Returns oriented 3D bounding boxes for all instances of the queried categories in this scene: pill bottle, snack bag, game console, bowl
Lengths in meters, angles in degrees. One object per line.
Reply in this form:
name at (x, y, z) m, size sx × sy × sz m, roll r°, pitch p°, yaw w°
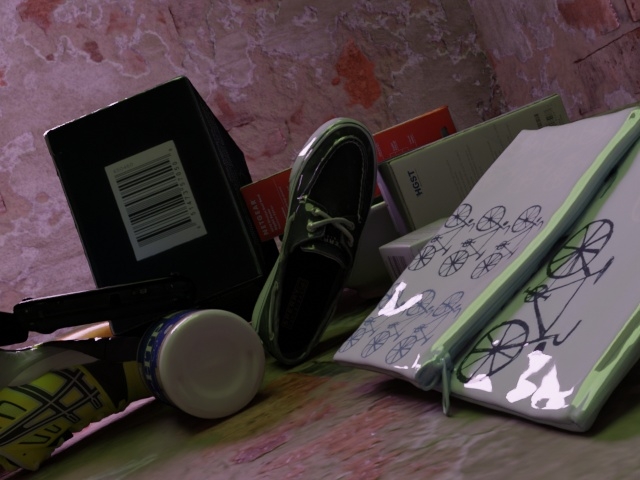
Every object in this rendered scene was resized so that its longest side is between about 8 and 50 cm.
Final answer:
pill bottle at (-0.142, 0.132, 0.949) m, size 0.112 × 0.112 × 0.187 m, roll -24°, pitch 5°, yaw -23°
snack bag at (0.180, 0.002, 0.681) m, size 0.323 × 0.037 × 0.342 m, roll -47°, pitch 16°, yaw -15°
game console at (-0.324, 0.089, 0.997) m, size 0.362 × 0.043 × 0.213 m, roll -9°, pitch -7°, yaw -4°
bowl at (0.098, -0.002, 1.248) m, size 0.298 × 0.134 × 0.298 m, roll -21°, pitch 5°, yaw 2°

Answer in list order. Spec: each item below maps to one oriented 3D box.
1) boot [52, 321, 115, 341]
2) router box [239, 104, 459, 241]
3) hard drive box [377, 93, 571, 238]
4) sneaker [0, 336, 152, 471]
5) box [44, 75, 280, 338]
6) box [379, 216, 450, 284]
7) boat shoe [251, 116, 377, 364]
boot at (-0.397, 0.184, 1.155) m, size 0.295 × 0.104 × 0.211 m, roll -33°, pitch -21°, yaw -8°
router box at (0.052, -0.104, 1.298) m, size 0.301 × 0.082 × 0.335 m, roll -21°, pitch 5°, yaw 4°
hard drive box at (0.208, -0.054, 1.066) m, size 0.232 × 0.181 × 0.089 m, roll -22°, pitch 4°, yaw -8°
sneaker at (-0.332, 0.195, 1.030) m, size 0.385 × 0.147 × 0.145 m, roll -3°, pitch -9°, yaw -33°
box at (-0.199, -0.019, 1.281) m, size 0.212 × 0.293 × 0.395 m, roll -22°, pitch -11°, yaw 2°
box at (0.130, 0.034, 0.894) m, size 0.087 × 0.102 × 0.101 m, roll -25°, pitch 5°, yaw -13°
boat shoe at (0.000, 0.000, 1.008) m, size 0.108 × 0.301 × 0.102 m, roll 22°, pitch 0°, yaw -16°
